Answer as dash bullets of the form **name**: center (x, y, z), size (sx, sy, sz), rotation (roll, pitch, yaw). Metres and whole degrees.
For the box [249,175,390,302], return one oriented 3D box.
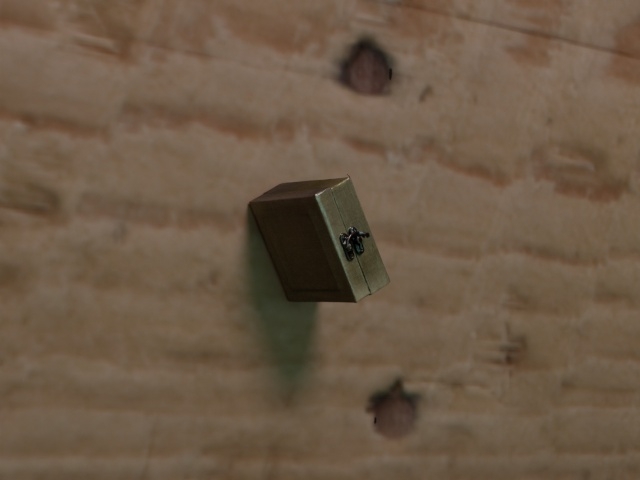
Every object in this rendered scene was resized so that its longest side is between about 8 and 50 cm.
- **box**: center (0.000, 0.000, 0.999), size (0.035, 0.083, 0.079), rotation (-31, 107, -34)
